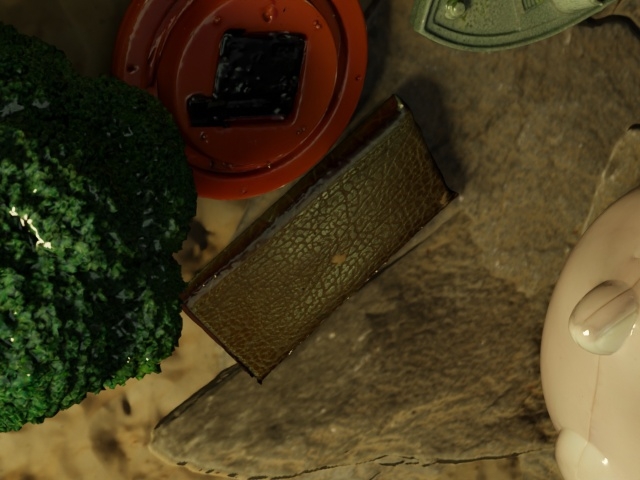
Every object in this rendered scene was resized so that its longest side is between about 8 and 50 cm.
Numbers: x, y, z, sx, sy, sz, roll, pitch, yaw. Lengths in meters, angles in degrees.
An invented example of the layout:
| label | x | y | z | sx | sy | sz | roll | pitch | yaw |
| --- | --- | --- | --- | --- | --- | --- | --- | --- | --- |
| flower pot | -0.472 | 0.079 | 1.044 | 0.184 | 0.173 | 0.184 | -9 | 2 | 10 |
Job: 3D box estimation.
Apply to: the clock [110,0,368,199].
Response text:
| label | x | y | z | sx | sy | sz | roll | pitch | yaw |
| --- | --- | --- | --- | --- | --- | --- | --- | --- | --- |
| clock | -0.055 | -0.125 | 0.833 | 0.205 | 0.051 | 0.205 | -15 | 122 | -26 |

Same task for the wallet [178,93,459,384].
| label | x | y | z | sx | sy | sz | roll | pitch | yaw |
| --- | --- | --- | --- | --- | --- | --- | --- | --- | --- |
| wallet | 0.000 | 0.000 | 0.944 | 0.243 | 0.039 | 0.133 | -44 | 136 | -5 |

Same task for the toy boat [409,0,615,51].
| label | x | y | z | sx | sy | sz | roll | pitch | yaw |
| --- | --- | --- | --- | --- | --- | --- | --- | --- | --- |
| toy boat | 0.203 | -0.245 | 0.904 | 0.320 | 0.092 | 0.141 | -32 | 126 | -13 |

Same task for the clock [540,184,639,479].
| label | x | y | z | sx | sy | sz | roll | pitch | yaw |
| --- | --- | --- | --- | --- | --- | --- | --- | --- | --- |
| clock | 0.360 | 0.092 | 1.083 | 0.368 | 0.250 | 0.376 | -40 | 135 | -7 |

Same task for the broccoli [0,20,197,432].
| label | x | y | z | sx | sy | sz | roll | pitch | yaw |
| --- | --- | --- | --- | --- | --- | --- | --- | --- | --- |
| broccoli | -0.223 | 0.019 | 0.700 | 0.298 | 0.297 | 0.297 | -26 | 152 | -18 |
